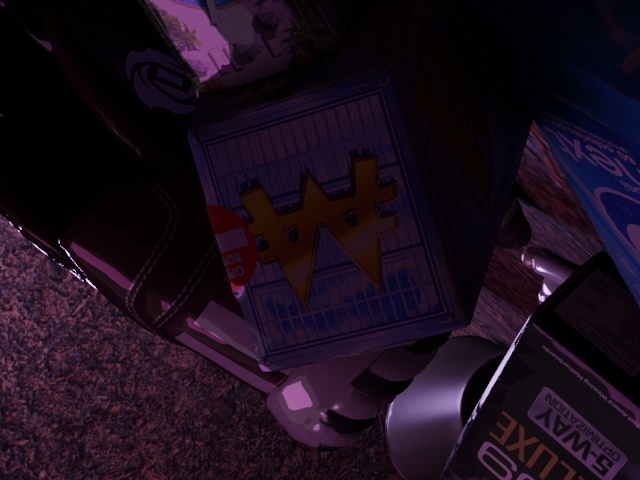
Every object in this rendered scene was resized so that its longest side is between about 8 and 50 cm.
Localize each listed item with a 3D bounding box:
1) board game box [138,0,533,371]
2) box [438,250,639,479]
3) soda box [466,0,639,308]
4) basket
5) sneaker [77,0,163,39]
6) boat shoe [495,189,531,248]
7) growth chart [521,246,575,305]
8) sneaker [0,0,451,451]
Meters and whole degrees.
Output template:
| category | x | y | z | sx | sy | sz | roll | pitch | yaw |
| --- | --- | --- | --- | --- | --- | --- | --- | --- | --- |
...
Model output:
| category | x | y | z | sx | sy | sz | roll | pitch | yaw |
| --- | --- | --- | --- | --- | --- | --- | --- | --- | --- |
| board game box | 0.003 | -0.073 | 0.392 | 0.194 | 0.060 | 0.194 | 57 | -151 | -34 |
| box | 0.234 | 0.181 | 0.912 | 0.307 | 0.076 | 0.242 | 41 | 149 | 15 |
| soda box | 0.120 | -0.026 | 0.439 | 0.067 | 0.071 | 0.210 | 39 | 175 | 36 |
| basket | 0.188 | 0.197 | 1.686 | 0.154 | 0.204 | 0.227 | 36 | 166 | -7 |
| sneaker | -0.084 | -0.118 | 0.856 | 0.283 | 0.124 | 0.107 | 40 | 146 | 18 |
| boat shoe | 0.084 | -0.027 | 0.972 | 0.049 | 0.056 | 0.152 | 50 | 173 | -32 |
| growth chart | 0.204 | 0.111 | 1.030 | 0.237 | 0.021 | 0.172 | 66 | 168 | -26 |
| sneaker | -0.042 | -0.058 | 0.527 | 0.163 | 0.106 | 0.281 | 29 | -157 | -19 |
